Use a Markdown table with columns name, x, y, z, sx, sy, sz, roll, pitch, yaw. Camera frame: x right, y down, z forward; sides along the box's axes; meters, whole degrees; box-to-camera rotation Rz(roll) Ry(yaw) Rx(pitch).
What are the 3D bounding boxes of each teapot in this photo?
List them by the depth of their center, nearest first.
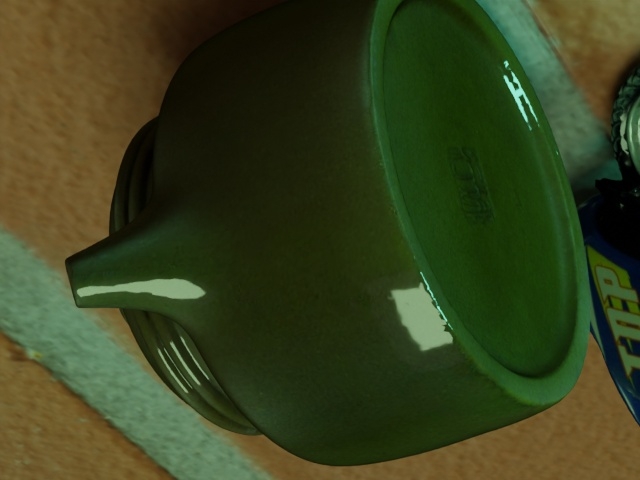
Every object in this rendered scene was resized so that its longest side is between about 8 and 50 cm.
| name | x | y | z | sx | sy | sz | roll | pitch | yaw |
| --- | --- | --- | --- | --- | --- | --- | --- | --- | --- |
| teapot | 0.000 | 0.000 | 0.693 | 0.175 | 0.185 | 0.268 | -16 | 174 | 28 |

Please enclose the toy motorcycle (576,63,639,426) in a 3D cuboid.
| name | x | y | z | sx | sy | sz | roll | pitch | yaw |
| --- | --- | --- | --- | --- | --- | --- | --- | --- | --- |
| toy motorcycle | 0.187 | 0.069 | 0.765 | 0.169 | 0.113 | 0.315 | -17 | 101 | 54 |
